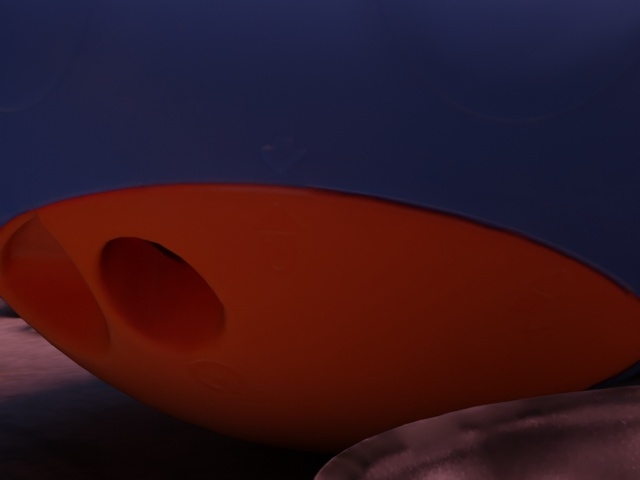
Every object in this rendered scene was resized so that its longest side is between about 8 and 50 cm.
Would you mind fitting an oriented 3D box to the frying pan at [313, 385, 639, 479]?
[{"bbox_3d":[0.144,0.048,0.358,0.326,0.053,0.197,-6,6,-42],"label":"frying pan"}]

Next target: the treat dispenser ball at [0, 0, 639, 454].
[{"bbox_3d":[0.013,-0.081,0.519,0.288,0.288,0.288,-3,6,0],"label":"treat dispenser ball"}]
